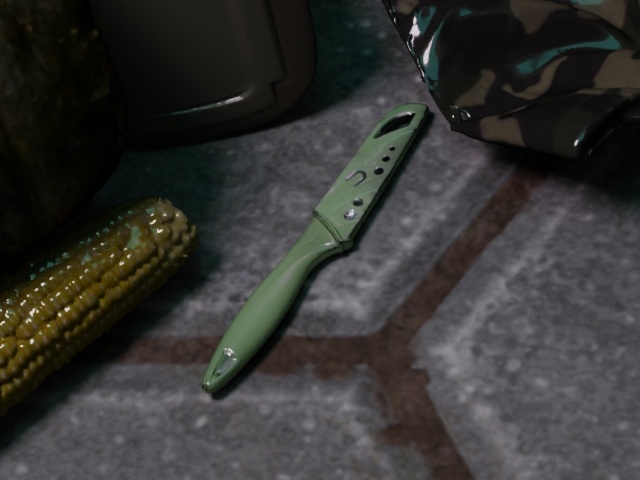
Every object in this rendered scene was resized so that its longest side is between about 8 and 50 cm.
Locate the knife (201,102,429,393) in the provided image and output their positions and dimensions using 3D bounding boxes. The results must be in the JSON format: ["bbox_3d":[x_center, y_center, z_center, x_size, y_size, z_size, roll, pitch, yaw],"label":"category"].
[{"bbox_3d":[0.000,0.001,1.334,0.043,0.020,0.293,19,57,27],"label":"knife"}]

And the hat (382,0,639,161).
[{"bbox_3d":[0.258,-0.205,1.382,0.382,0.257,0.366,10,76,-25],"label":"hat"}]

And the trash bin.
[{"bbox_3d":[-0.132,-0.235,1.434,0.219,0.219,0.250,-11,44,0],"label":"trash bin"}]

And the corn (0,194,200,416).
[{"bbox_3d":[-0.210,0.063,1.292,0.288,0.086,0.086,-38,54,-19],"label":"corn"}]

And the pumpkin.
[{"bbox_3d":[-0.288,-0.117,1.272,0.303,0.256,0.225,46,66,1],"label":"pumpkin"}]
